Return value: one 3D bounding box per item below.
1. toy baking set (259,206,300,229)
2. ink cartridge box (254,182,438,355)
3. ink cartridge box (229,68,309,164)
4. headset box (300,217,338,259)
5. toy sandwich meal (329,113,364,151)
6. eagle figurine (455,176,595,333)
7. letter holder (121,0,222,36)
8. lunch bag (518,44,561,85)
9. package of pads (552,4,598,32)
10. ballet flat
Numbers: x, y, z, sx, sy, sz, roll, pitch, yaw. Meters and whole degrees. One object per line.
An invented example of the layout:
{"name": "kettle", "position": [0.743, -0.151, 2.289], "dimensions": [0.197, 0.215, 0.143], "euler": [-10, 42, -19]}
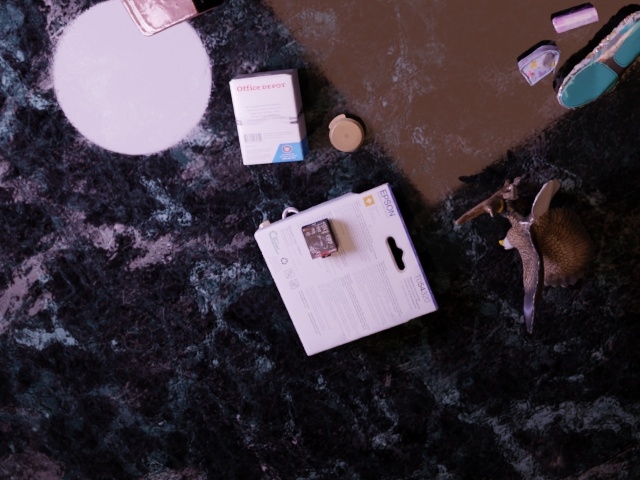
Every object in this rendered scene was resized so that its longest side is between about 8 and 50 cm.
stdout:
{"name": "toy baking set", "position": [-0.011, 0.014, 1.886], "dimensions": [0.256, 0.030, 0.196], "euler": [-3, 106, 6]}
{"name": "ink cartridge box", "position": [0.061, 0.066, 1.843], "dimensions": [0.330, 0.071, 0.324], "euler": [-21, 102, 8]}
{"name": "ink cartridge box", "position": [-0.109, -0.271, 1.754], "dimensions": [0.140, 0.082, 0.190], "euler": [-3, 110, 12]}
{"name": "headset box", "position": [0.000, 0.000, 1.779], "dimensions": [0.062, 0.032, 0.083], "euler": [-19, 103, 9]}
{"name": "toy sandwich meal", "position": [0.056, -0.237, 1.766], "dimensions": [0.086, 0.029, 0.085], "euler": [3, 115, 6]}
{"name": "eagle figurine", "position": [0.459, 0.013, 1.711], "dimensions": [0.226, 0.225, 0.298], "euler": [-34, 92, 11]}
{"name": "letter holder", "position": [-0.378, -0.580, 1.641], "dimensions": [0.215, 0.152, 0.301], "euler": [-18, 108, 20]}
{"name": "lunch bag", "position": [0.447, -0.358, 1.613], "dimensions": [0.083, 0.071, 0.053], "euler": [-37, 103, 21]}
{"name": "package of pads", "position": [0.503, -0.437, 1.579], "dimensions": [0.083, 0.050, 0.032], "euler": [-15, 109, 17]}
{"name": "ballet flat", "position": [0.572, -0.357, 1.586], "dimensions": [0.091, 0.077, 0.241], "euler": [41, 116, -13]}
